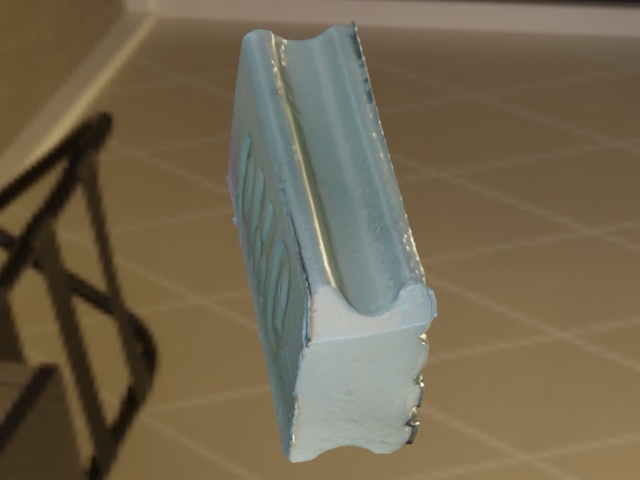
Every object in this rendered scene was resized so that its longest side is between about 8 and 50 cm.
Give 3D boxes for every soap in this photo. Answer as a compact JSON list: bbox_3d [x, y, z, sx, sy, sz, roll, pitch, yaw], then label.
[{"bbox_3d":[0.000,0.000,1.081,0.150,0.094,0.261,93,-11,-47],"label":"soap"}]
